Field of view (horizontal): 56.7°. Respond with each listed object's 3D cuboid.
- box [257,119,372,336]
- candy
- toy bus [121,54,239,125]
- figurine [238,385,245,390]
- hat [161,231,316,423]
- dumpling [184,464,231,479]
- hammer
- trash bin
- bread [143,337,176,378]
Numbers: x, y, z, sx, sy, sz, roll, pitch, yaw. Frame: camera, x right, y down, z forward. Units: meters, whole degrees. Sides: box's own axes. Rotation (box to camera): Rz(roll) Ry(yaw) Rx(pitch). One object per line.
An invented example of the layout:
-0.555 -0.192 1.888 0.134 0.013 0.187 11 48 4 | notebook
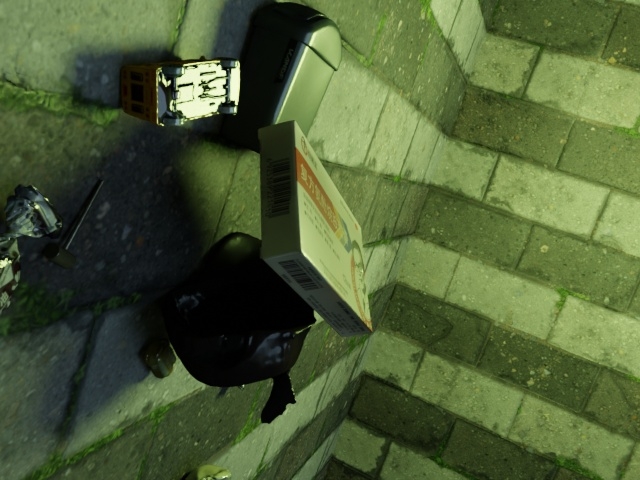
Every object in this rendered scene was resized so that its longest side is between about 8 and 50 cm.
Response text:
0.000 0.000 0.937 0.353 0.069 0.214 55 27 -58 | box
-0.327 0.051 0.569 0.226 0.051 0.094 -62 172 -13 | candy
-0.164 -0.187 0.725 0.162 0.074 0.070 -35 136 -57 | toy bus
-0.154 0.267 1.341 0.136 0.079 0.077 -41 179 -14 | figurine
-0.122 0.148 1.007 0.336 0.238 0.209 -61 162 -56 | hat
-0.267 0.563 1.287 0.155 0.111 0.181 -1 108 -38 | dumpling
-0.276 -0.022 0.682 0.035 0.019 0.110 67 45 -67 | hammer
-0.057 -0.251 0.941 0.236 0.101 0.176 -68 165 7 | trash bin
-0.259 0.190 0.957 0.049 0.033 0.088 -60 163 -29 | bread
